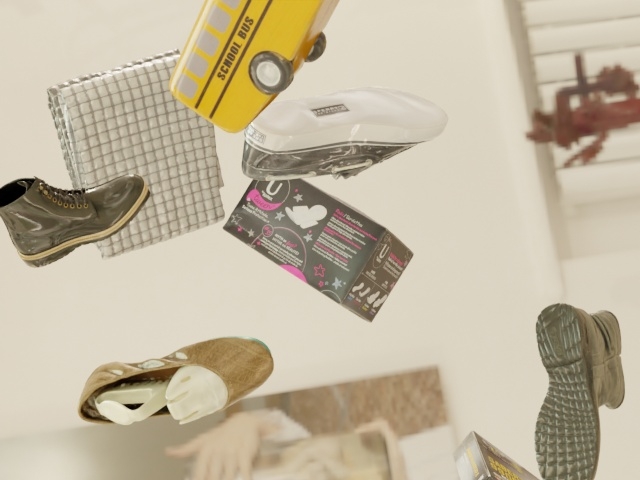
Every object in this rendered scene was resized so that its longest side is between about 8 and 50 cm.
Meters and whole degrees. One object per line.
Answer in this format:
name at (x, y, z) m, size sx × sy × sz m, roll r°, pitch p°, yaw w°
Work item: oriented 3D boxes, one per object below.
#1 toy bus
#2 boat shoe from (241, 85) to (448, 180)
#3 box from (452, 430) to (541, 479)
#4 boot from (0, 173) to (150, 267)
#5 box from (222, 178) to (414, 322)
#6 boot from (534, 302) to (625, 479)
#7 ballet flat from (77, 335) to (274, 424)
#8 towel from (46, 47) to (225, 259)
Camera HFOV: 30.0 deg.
toy bus at (-0.042, -0.271, 1.295) m, size 0.333 × 0.130 × 0.108 m, roll -58°, pitch -4°, yaw 39°
boat shoe at (0.033, -0.133, 1.606) m, size 0.108 × 0.301 × 0.102 m, roll 51°, pitch 140°, yaw 38°
box at (0.321, 0.412, 1.857) m, size 0.056 × 0.231 × 0.183 m, roll -51°, pitch 8°, yaw 10°
boot at (-0.335, -0.056, 1.596) m, size 0.077 × 0.197 × 0.137 m, roll 48°, pitch 167°, yaw 37°
box at (0.000, 0.000, 1.917) m, size 0.247 × 0.142 × 0.163 m, roll 32°, pitch 178°, yaw 25°
boot at (0.344, 0.201, 1.508) m, size 0.161 × 0.083 × 0.247 m, roll 16°, pitch -109°, yaw -49°
ballet flat at (-0.233, 0.228, 1.807) m, size 0.124 × 0.342 × 0.116 m, roll -53°, pitch -52°, yaw -55°
towel at (-0.285, -0.137, 1.877) m, size 0.121 × 0.235 × 0.284 m, roll 20°, pitch 126°, yaw 56°
